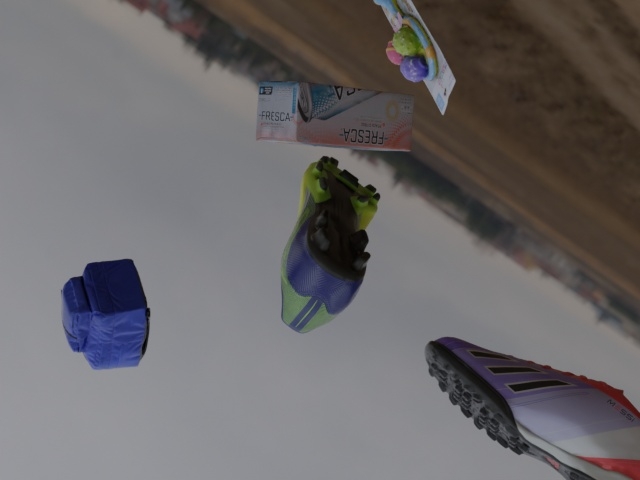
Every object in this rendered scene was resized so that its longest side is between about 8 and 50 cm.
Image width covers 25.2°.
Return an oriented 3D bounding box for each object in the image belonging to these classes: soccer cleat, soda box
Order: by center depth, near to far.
[{"bbox_3d":[0.018,-0.126,1.462,0.058,0.063,0.183,5,-176,42],"label":"soda box"},{"bbox_3d":[-0.001,0.000,1.519,0.093,0.121,0.289,31,-158,-9],"label":"soccer cleat"},{"bbox_3d":[0.258,0.184,1.532,0.318,0.116,0.108,34,163,20],"label":"soccer cleat"}]

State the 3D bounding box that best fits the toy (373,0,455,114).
[{"bbox_3d":[0.133,-0.319,2.292,0.137,0.056,0.237,99,148,-72],"label":"toy"}]

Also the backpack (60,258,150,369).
[{"bbox_3d":[-0.255,0.092,1.693,0.101,0.120,0.098,-5,-132,-12],"label":"backpack"}]
